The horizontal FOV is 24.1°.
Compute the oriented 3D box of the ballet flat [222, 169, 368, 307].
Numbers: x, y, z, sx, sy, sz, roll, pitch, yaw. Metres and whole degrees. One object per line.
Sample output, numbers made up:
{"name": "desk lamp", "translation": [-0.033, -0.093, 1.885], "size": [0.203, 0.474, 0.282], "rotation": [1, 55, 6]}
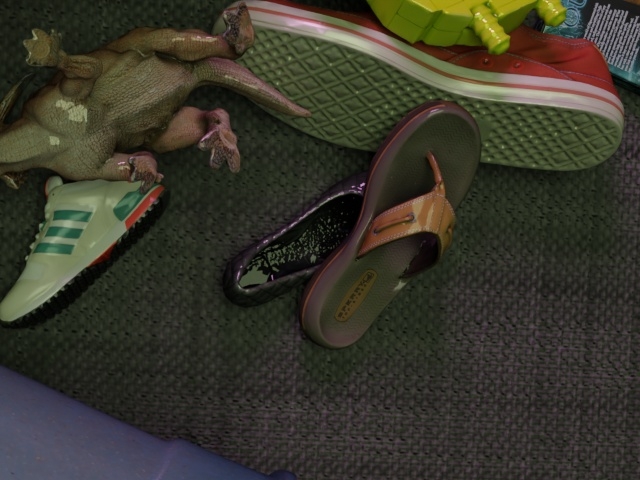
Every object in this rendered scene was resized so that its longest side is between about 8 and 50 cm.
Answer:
{"name": "ballet flat", "translation": [0.000, 0.000, 1.179], "size": [0.173, 0.049, 0.057], "rotation": [-35, 98, -12]}

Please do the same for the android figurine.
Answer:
{"name": "android figurine", "translation": [0.079, -0.255, 1.146], "size": [0.248, 0.056, 0.273], "rotation": [-26, 73, -31]}

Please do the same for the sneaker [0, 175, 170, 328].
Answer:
{"name": "sneaker", "translation": [-0.193, -0.005, 1.137], "size": [0.161, 0.057, 0.075], "rotation": [-43, 82, -9]}

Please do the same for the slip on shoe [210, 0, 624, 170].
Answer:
{"name": "slip on shoe", "translation": [0.077, -0.136, 1.181], "size": [0.331, 0.123, 0.101], "rotation": [9, 54, -8]}

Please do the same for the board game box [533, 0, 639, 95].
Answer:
{"name": "board game box", "translation": [0.263, -0.226, 1.259], "size": [0.126, 0.026, 0.186], "rotation": [23, 84, -12]}

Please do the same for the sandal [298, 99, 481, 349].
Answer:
{"name": "sandal", "translation": [0.060, -0.003, 1.154], "size": [0.090, 0.060, 0.219], "rotation": [28, 100, -36]}

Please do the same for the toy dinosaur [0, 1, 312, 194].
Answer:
{"name": "toy dinosaur", "translation": [-0.161, -0.103, 1.099], "size": [0.296, 0.200, 0.127], "rotation": [-18, 104, -32]}

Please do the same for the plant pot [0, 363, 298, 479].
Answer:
{"name": "plant pot", "translation": [-0.243, 0.221, 0.993], "size": [0.334, 0.341, 0.341], "rotation": [31, 82, -3]}
